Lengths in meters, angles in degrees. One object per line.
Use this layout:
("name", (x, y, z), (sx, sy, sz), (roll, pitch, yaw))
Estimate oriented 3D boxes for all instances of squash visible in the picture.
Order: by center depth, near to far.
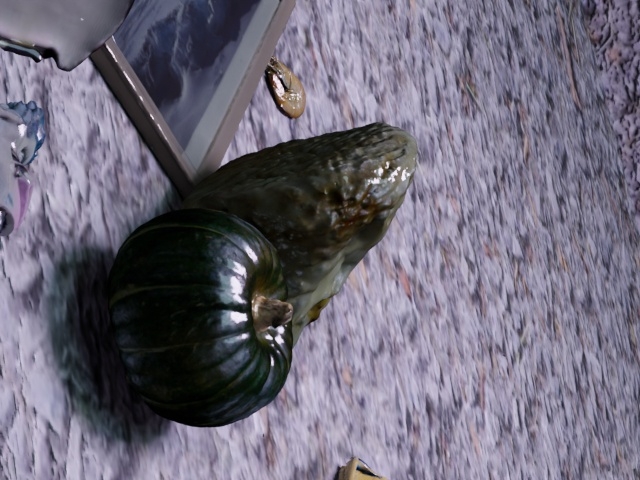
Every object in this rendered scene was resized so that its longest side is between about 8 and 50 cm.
("squash", (-0.112, 0.075, 1.730), (0.218, 0.172, 0.218), (165, -90, -89))

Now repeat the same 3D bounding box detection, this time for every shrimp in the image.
("shrimp", (-0.048, -0.192, 2.241), (0.108, 0.023, 0.059), (44, 44, -44))

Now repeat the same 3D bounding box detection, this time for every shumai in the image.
("shumai", (0.000, 0.000, 1.884), (0.222, 0.272, 0.204), (-35, 108, -45))

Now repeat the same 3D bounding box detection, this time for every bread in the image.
("bread", (0.045, 0.302, 2.050), (0.072, 0.053, 0.106), (39, 31, -12))

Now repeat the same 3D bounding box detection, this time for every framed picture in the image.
("framed picture", (-0.159, -0.291, 2.045), (0.326, 0.028, 0.446), (58, 30, -27))

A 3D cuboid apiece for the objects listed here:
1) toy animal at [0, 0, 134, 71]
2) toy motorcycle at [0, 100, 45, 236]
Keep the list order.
("toy animal", (-0.277, -0.283, 1.613), (0.212, 0.212, 0.267), (49, 5, -40))
("toy motorcycle", (-0.307, -0.090, 1.536), (0.204, 0.108, 0.239), (-54, 145, -55))
